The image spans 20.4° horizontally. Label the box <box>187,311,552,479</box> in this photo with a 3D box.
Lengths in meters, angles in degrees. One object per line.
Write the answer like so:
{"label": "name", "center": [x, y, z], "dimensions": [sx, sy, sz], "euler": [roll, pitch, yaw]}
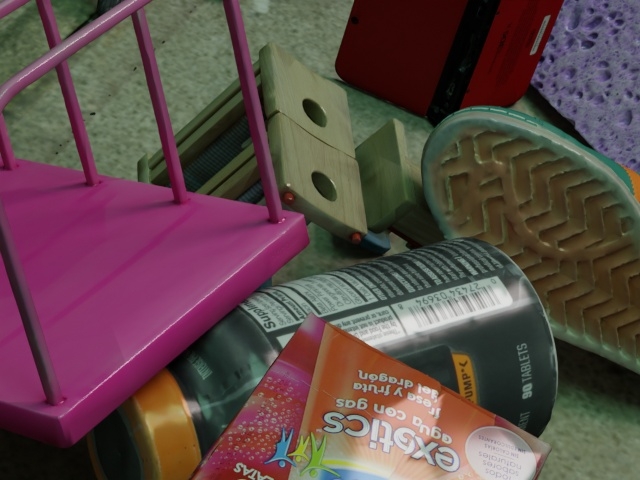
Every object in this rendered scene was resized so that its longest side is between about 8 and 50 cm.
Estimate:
{"label": "box", "center": [-0.011, 0.175, 0.785], "dimensions": [0.123, 0.257, 0.128], "euler": [28, 44, 9]}

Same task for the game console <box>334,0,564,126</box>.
{"label": "game console", "center": [0.095, -0.159, 1.242], "dimensions": [0.124, 0.144, 0.085], "euler": [-21, 56, -34]}

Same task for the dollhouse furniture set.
{"label": "dollhouse furniture set", "center": [0.000, 0.000, 1.094], "dimensions": [0.184, 0.129, 0.129], "euler": [30, 36, -32]}

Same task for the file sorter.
{"label": "file sorter", "center": [-0.193, -0.050, 0.933], "dimensions": [0.291, 0.182, 0.202], "euler": [12, 36, 34]}

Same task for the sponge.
{"label": "sponge", "center": [0.209, -0.137, 1.281], "dimensions": [0.210, 0.117, 0.031], "euler": [50, 20, 29]}

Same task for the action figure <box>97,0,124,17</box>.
{"label": "action figure", "center": [-0.061, -0.311, 1.210], "dimensions": [0.341, 0.330, 0.178], "euler": [21, 41, 4]}

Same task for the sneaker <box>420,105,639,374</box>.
{"label": "sneaker", "center": [0.184, 0.006, 1.111], "dimensions": [0.302, 0.108, 0.121], "euler": [34, 22, -16]}

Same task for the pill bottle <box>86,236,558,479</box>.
{"label": "pill bottle", "center": [-0.002, 0.085, 0.974], "dimensions": [0.246, 0.130, 0.130], "euler": [-14, 52, -29]}
